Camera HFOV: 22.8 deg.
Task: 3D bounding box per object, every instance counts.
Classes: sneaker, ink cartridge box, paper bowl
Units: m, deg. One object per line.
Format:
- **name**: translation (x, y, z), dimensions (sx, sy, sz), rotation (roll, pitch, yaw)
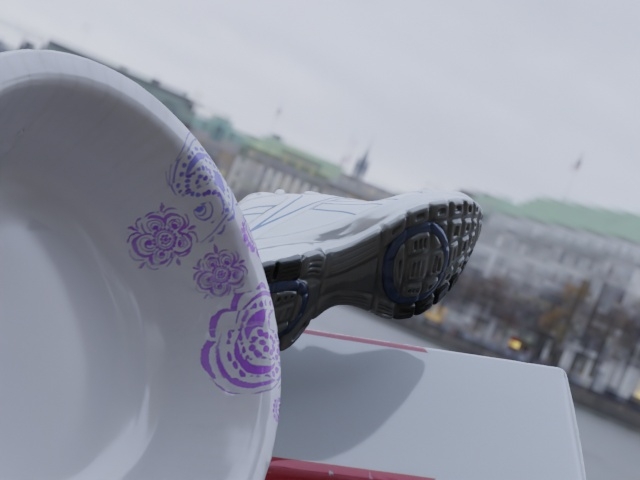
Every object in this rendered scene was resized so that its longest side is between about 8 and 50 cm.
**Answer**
- **sneaker**: translation (0.000, 0.000, 1.226), dimensions (0.297, 0.111, 0.129), rotation (-11, 37, -35)
- **ink cartridge box**: translation (0.033, 0.272, 1.382), dimensions (0.279, 0.385, 0.160), rotation (9, 42, -10)
- **paper bowl**: translation (-0.161, 0.054, 0.834), dimensions (0.148, 0.284, 0.284), rotation (-18, -27, 36)
